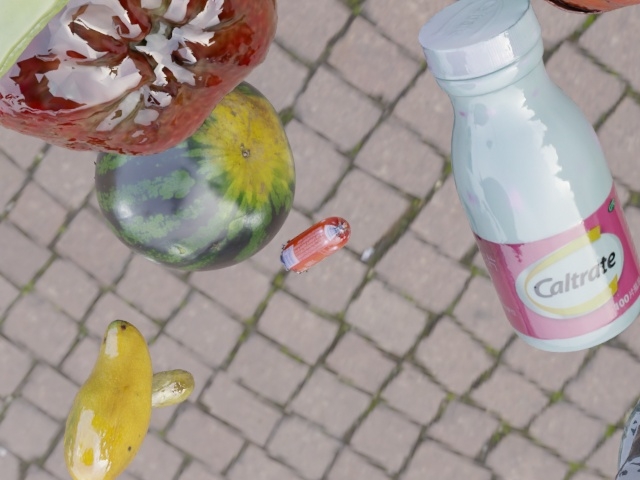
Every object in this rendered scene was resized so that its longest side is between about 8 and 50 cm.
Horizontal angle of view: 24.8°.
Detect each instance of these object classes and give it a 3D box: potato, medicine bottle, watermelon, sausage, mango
[{"bbox_3d":[-0.202,0.188,1.814,0.046,0.092,0.045,167,85,-72],"label":"potato"},{"bbox_3d":[0.125,-0.039,0.869,0.090,0.090,0.217,-10,123,25],"label":"medicine bottle"},{"bbox_3d":[-0.159,-0.088,1.888,0.268,0.269,0.269,9,123,14],"label":"watermelon"},{"bbox_3d":[0.000,0.000,1.761,0.048,0.050,0.145,52,149,-2],"label":"sausage"},{"bbox_3d":[-0.225,0.181,1.567,0.075,0.190,0.098,-6,145,26],"label":"mango"}]

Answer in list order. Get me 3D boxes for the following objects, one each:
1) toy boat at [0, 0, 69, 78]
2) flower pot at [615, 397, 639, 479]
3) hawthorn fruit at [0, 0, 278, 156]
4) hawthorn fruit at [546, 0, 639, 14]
[{"bbox_3d":[-0.180,-0.042,0.567,0.084,0.111,0.276,37,124,-11],"label":"toy boat"},{"bbox_3d":[0.415,0.199,1.325,0.299,0.283,0.299,8,106,28],"label":"flower pot"},{"bbox_3d":[-0.175,-0.201,1.058,0.300,0.254,0.254,42,140,45],"label":"hawthorn fruit"},{"bbox_3d":[0.344,-0.415,1.725,0.276,0.307,0.276,23,134,27],"label":"hawthorn fruit"}]
